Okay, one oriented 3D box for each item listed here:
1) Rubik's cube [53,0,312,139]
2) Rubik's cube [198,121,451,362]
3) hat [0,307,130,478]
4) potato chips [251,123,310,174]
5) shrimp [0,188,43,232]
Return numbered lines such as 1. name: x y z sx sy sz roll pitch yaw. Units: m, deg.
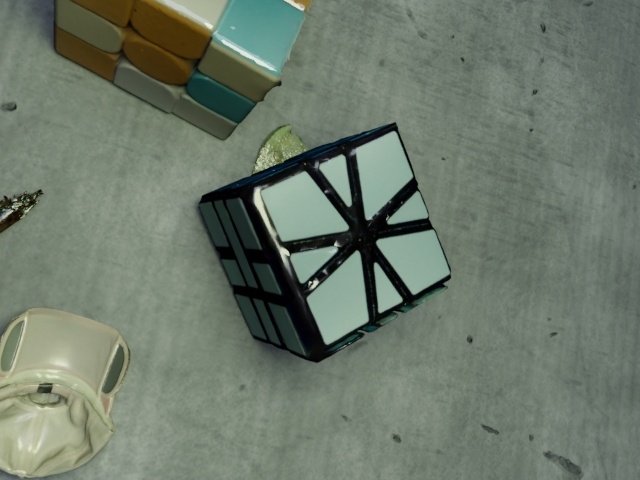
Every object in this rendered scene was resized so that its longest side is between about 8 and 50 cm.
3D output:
1. Rubik's cube: -0.195 -0.421 1.105 0.344 0.347 0.347 28 72 -16
2. Rubik's cube: 0.000 0.000 1.135 0.288 0.283 0.294 -28 99 -23
3. hat: -0.420 0.227 1.065 0.219 0.164 0.226 21 36 -17
4. potato chips: -0.063 -0.118 1.284 0.142 0.026 0.209 -8 83 -19
5. shrimp: -0.521 -0.051 1.088 0.161 0.034 0.091 -36 95 -21
